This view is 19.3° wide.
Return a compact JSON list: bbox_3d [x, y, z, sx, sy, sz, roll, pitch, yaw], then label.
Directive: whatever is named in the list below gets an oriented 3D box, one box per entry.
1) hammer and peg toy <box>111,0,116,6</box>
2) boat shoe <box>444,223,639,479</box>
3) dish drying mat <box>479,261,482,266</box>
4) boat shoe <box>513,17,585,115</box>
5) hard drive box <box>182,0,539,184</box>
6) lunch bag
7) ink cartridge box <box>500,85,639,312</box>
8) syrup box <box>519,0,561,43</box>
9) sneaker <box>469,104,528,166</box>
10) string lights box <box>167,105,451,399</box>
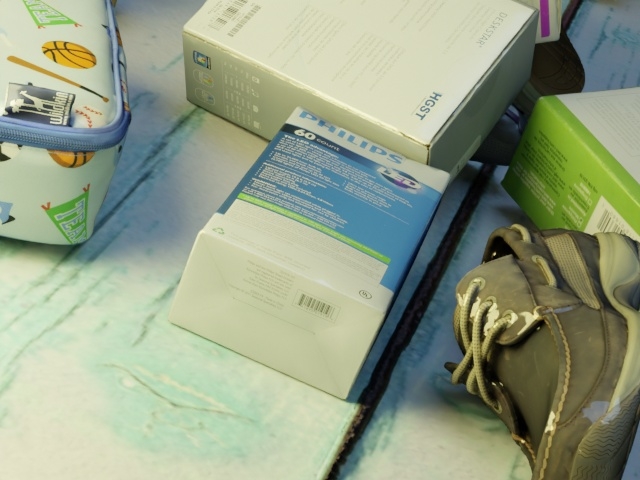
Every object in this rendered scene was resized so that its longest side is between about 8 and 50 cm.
[{"bbox_3d":[-0.277,-0.296,1.633,0.266,0.127,0.361,31,27,22],"label":"hammer and peg toy"},{"bbox_3d":[0.146,0.082,1.259,0.130,0.132,0.355,13,17,3],"label":"boat shoe"},{"bbox_3d":[0.141,0.024,1.474,0.032,0.008,0.083,25,27,9],"label":"dish drying mat"},{"bbox_3d":[0.191,-0.190,1.859,0.104,0.089,0.285,42,23,-19],"label":"boat shoe"},{"bbox_3d":[0.032,-0.151,1.533,0.232,0.089,0.181,27,56,20],"label":"hard drive box"},{"bbox_3d":[-0.261,-0.113,1.311,0.243,0.115,0.303,12,26,-15],"label":"lunch bag"},{"bbox_3d":[0.313,-0.039,1.571,0.255,0.097,0.189,-7,44,-34],"label":"ink cartridge box"},{"bbox_3d":[0.094,-0.224,1.716,0.237,0.096,0.093,-8,31,-3],"label":"syrup box"},{"bbox_3d":[0.066,-0.100,1.605,0.224,0.083,0.098,23,47,10],"label":"sneaker"},{"bbox_3d":[0.000,0.000,1.332,0.133,0.076,0.259,24,26,4],"label":"string lights box"}]
